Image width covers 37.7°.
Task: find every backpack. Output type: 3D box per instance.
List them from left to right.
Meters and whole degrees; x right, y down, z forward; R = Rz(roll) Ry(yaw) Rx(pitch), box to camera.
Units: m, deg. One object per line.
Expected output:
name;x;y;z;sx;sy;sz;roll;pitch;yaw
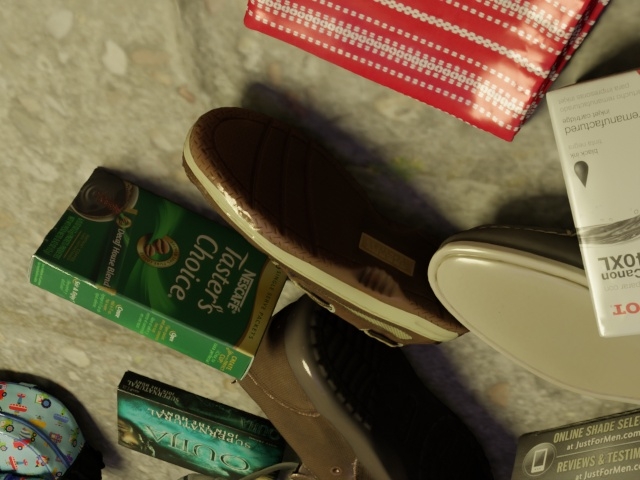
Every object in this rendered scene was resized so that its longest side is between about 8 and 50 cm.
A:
backpack;-0.351;0.243;1.080;0.158;0.117;0.173;5;134;17

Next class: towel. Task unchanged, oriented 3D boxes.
towel;0.075;-0.182;0.501;0.199;0.031;0.275;24;139;-1

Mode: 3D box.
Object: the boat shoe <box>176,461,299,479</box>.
boat shoe;0.010;0.291;0.950;0.156;0.136;0.367;-46;127;5

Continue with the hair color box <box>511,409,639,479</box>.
hair color box;0.340;0.290;0.837;0.185;0.110;0.339;-26;119;42

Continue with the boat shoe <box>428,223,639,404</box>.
boat shoe;0.242;0.056;0.653;0.335;0.095;0.112;21;136;10

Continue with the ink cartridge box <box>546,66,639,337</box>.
ink cartridge box;0.204;-0.026;0.535;0.109;0.063;0.150;-11;97;31

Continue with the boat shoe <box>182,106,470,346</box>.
boat shoe;-0.002;0.006;0.691;0.257;0.095;0.095;37;143;-17

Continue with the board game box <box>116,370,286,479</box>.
board game box;-0.131;0.214;1.019;0.186;0.026;0.126;18;139;4

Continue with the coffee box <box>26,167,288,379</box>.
coffee box;-0.121;0.024;0.747;0.184;0.113;0.040;26;136;-3

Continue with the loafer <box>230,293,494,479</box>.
loafer;0.047;0.191;0.853;0.130;0.134;0.366;-12;119;37
